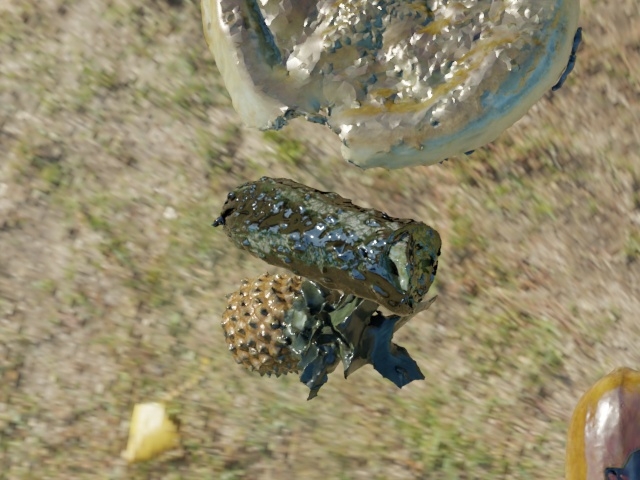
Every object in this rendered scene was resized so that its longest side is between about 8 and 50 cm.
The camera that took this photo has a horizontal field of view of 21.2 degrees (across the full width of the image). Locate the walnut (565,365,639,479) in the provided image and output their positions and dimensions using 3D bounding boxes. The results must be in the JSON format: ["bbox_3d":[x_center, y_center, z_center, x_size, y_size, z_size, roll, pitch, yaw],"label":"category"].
[{"bbox_3d":[0.281,0.218,1.566,0.116,0.116,0.207,2,83,17],"label":"walnut"}]

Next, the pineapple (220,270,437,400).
[{"bbox_3d":[0.006,0.081,1.686,0.130,0.277,0.119,-33,105,-24],"label":"pineapple"}]

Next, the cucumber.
[{"bbox_3d":[0.000,0.000,0.922,0.181,0.053,0.053,17,85,48],"label":"cucumber"}]

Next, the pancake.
[{"bbox_3d":[0.065,-0.240,1.608,0.382,0.071,0.382,-2,77,10],"label":"pancake"}]
